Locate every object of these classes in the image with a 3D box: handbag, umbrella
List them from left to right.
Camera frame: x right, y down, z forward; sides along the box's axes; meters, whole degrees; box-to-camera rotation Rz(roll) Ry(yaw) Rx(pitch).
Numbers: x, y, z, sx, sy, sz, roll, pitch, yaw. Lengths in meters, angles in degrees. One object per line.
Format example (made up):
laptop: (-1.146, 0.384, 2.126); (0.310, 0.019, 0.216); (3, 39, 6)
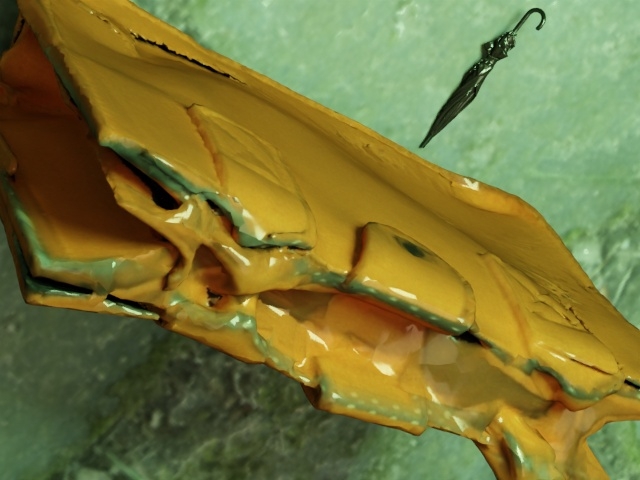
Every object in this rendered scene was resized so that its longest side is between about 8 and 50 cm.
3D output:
handbag: (0.000, 0.000, 1.038); (0.410, 0.303, 0.116); (24, 104, -29)
umbrella: (0.106, -0.111, 1.204); (0.122, 0.022, 0.013); (-47, 146, 12)
